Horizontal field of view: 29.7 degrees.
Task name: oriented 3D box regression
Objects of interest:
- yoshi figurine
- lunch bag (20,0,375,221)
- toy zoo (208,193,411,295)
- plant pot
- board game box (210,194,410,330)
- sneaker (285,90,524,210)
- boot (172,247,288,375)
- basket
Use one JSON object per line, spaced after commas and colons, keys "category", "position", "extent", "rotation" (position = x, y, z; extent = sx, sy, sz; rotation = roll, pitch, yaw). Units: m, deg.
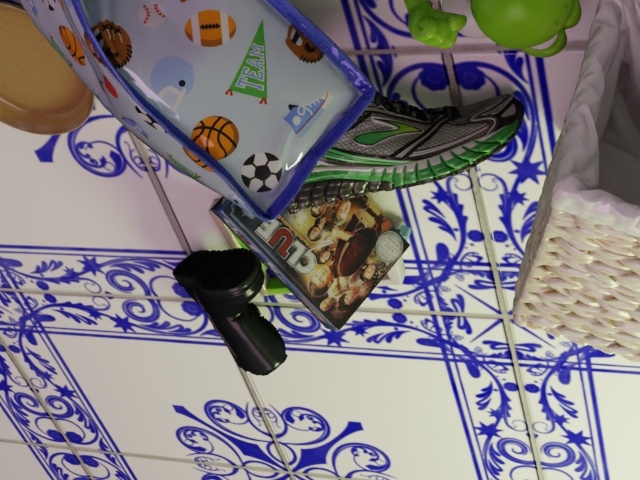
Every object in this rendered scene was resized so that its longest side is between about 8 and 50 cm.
{"category": "yoshi figurine", "position": [0.128, -0.309, 1.283], "extent": [0.362, 0.203, 0.203], "rotation": [26, 133, -9]}
{"category": "lunch bag", "position": [-0.173, -0.242, 1.369], "extent": [0.385, 0.239, 0.328], "rotation": [40, 174, -24]}
{"category": "toy zoo", "position": [0.000, 0.000, 1.801], "extent": [0.293, 0.030, 0.192], "rotation": [-7, 132, 29]}
{"category": "plant pot", "position": [-0.425, -0.248, 1.714], "extent": [0.236, 0.032, 0.236], "rotation": [12, 139, 11]}
{"category": "board game box", "position": [-0.010, -0.017, 1.641], "extent": [0.243, 0.165, 0.042], "rotation": [46, 164, -22]}
{"category": "sneaker", "position": [0.085, -0.135, 1.516], "extent": [0.343, 0.134, 0.146], "rotation": [-11, 96, 7]}
{"category": "boot", "position": [-0.111, 0.116, 1.868], "extent": [0.207, 0.094, 0.246], "rotation": [54, 158, -20]}
{"category": "basket", "position": [0.410, -0.052, 1.343], "extent": [0.328, 0.331, 0.266], "rotation": [18, 146, 5]}
